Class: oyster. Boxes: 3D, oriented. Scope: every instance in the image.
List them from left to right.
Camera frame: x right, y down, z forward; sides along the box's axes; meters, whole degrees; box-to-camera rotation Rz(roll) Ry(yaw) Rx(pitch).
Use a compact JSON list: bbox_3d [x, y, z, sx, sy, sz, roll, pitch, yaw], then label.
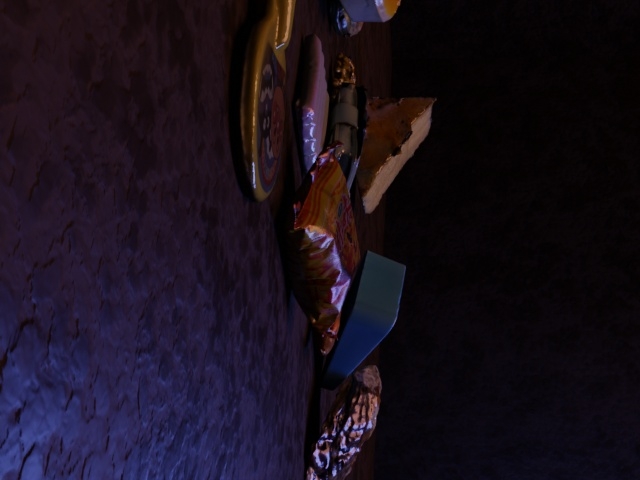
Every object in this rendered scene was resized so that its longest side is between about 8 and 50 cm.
[{"bbox_3d":[0.047,0.391,1.656,0.275,0.100,0.271,-18,132,-81],"label":"oyster"}]

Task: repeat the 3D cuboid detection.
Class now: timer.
[{"bbox_3d":[0.081,0.175,1.727,0.232,0.091,0.250,-73,-174,-54],"label":"timer"}]

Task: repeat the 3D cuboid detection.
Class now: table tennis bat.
[{"bbox_3d":[-0.064,-0.231,1.064,0.224,0.054,0.368,30,65,-82],"label":"table tennis bat"}]

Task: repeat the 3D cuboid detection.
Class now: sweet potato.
[{"bbox_3d":[0.017,0.132,1.647,0.066,0.072,0.314,-47,-170,27],"label":"sweet potato"}]

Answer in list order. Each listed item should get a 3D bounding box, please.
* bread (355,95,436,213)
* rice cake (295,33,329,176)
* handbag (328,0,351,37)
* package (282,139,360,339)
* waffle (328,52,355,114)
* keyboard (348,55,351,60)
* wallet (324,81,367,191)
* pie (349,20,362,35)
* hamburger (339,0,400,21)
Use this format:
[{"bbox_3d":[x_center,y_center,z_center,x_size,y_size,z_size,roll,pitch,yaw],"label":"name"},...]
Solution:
[{"bbox_3d":[0.221,-0.253,2.394,0.248,0.279,0.315,89,-8,-71],"label":"bread"},{"bbox_3d":[-0.014,-0.238,1.478,0.189,0.037,0.198,82,12,-49],"label":"rice cake"},{"bbox_3d":[0.044,-0.502,1.833,0.111,0.047,0.072,78,13,-44],"label":"handbag"},{"bbox_3d":[-0.002,0.003,1.360,0.223,0.109,0.288,-71,153,-51],"label":"package"},{"bbox_3d":[0.053,-0.312,1.922,0.228,0.051,0.231,86,9,-48],"label":"waffle"},{"bbox_3d":[0.080,-0.398,2.236,0.063,0.010,0.198,-69,159,-72],"label":"keyboard"},{"bbox_3d":[0.038,-0.182,1.626,0.250,0.075,0.176,-82,-172,-47],"label":"wallet"},{"bbox_3d":[0.083,-0.632,2.098,0.185,0.052,0.218,-33,121,-79],"label":"pie"},{"bbox_3d":[0.104,-0.586,1.740,0.295,0.152,0.227,-85,153,-53],"label":"hamburger"}]
